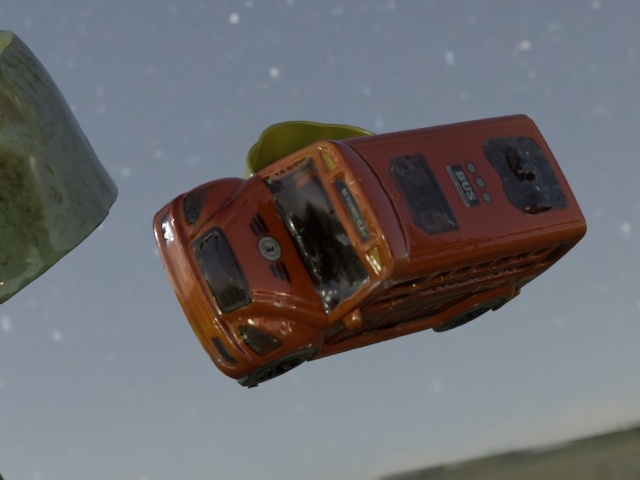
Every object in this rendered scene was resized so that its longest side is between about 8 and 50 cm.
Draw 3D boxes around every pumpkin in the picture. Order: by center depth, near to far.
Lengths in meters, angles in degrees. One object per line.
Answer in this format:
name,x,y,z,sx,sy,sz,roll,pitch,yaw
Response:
pumpkin,-0.368,-0.050,1.713,0.332,0.199,0.332,-25,19,9

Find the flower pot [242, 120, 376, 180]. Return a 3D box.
flower pot,0.000,0.000,1.981,0.195,0.195,0.179,-6,-49,-30

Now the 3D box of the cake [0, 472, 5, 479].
cake,-0.240,0.146,0.858,0.207,0.185,0.178,-48,-28,-4

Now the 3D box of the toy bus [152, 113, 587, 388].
toy bus,0.041,-0.004,1.417,0.329,0.143,0.153,-11,-20,-46
